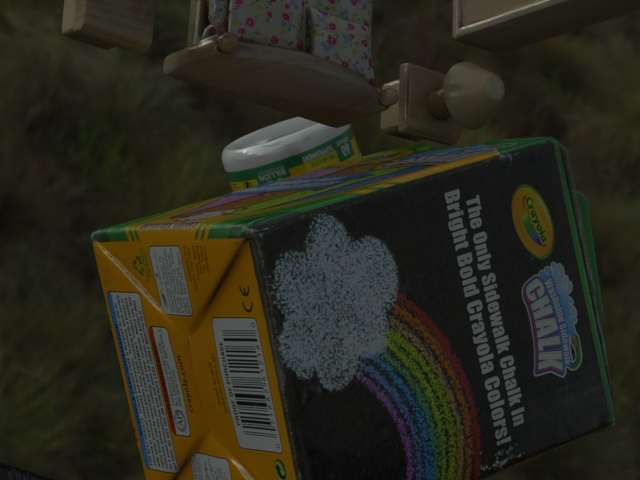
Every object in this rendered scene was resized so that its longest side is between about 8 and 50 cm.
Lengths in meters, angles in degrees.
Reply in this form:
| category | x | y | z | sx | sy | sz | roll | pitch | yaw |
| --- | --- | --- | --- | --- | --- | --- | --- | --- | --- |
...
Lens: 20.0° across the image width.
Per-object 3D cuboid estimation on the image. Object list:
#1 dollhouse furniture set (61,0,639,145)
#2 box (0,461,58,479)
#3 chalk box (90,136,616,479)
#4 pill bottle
| category | x | y | z | sx | sy | sz | roll | pitch | yaw |
| --- | --- | --- | --- | --- | --- | --- | --- | --- | --- |
| dollhouse furniture set | 0.046 | -0.236 | 1.092 | 0.355 | 0.303 | 0.174 | 13 | -17 | -39 |
| box | -0.212 | 0.218 | 1.285 | 0.162 | 0.029 | 0.116 | 34 | 38 | -59 |
| chalk box | 0.045 | 0.044 | 1.066 | 0.289 | 0.180 | 0.179 | -16 | 8 | -35 |
| pill bottle | 0.000 | 0.000 | 1.587 | 0.117 | 0.208 | 0.117 | -18 | 11 | 4 |
